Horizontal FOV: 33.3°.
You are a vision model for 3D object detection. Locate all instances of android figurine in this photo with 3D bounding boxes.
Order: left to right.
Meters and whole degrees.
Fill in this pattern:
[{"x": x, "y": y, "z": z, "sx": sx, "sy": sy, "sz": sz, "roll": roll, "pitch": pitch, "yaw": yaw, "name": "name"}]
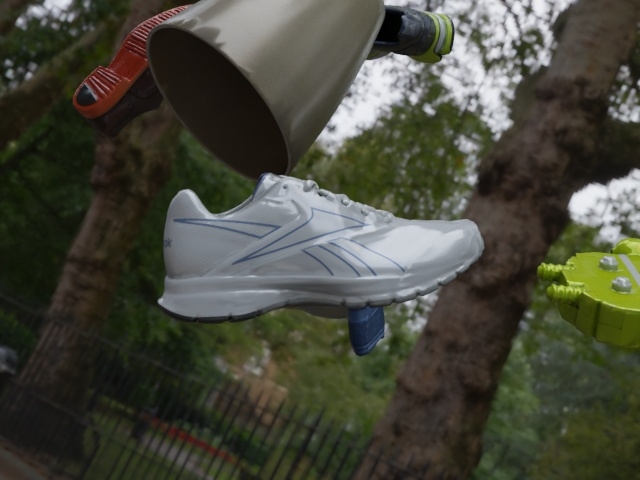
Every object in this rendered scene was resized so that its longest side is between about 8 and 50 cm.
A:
[{"x": 0.363, "y": 0.059, "z": 1.106, "sx": 0.272, "sy": 0.056, "sz": 0.248, "roll": 7, "pitch": 19, "yaw": 2, "name": "android figurine"}]

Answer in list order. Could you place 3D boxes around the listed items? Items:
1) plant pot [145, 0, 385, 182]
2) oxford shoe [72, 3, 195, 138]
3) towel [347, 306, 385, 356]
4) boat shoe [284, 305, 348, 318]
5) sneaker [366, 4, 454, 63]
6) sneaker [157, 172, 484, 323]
[{"x": -0.046, "y": -0.258, "z": 1.437, "sx": 0.256, "sy": 0.274, "sz": 0.256, "roll": 37, "pitch": -25, "yaw": 20, "name": "plant pot"}, {"x": -0.279, "y": -0.280, "z": 1.752, "sx": 0.097, "sy": 0.271, "sz": 0.098, "roll": 39, "pitch": -13, "yaw": 41, "name": "oxford shoe"}, {"x": 0.050, "y": 0.070, "z": 1.253, "sx": 0.029, "sy": 0.119, "sz": 0.067, "roll": 6, "pitch": 22, "yaw": 25, "name": "towel"}, {"x": -0.050, "y": 0.069, "z": 1.949, "sx": 0.302, "sy": 0.091, "sz": 0.114, "roll": 20, "pitch": -40, "yaw": -40, "name": "boat shoe"}, {"x": 0.101, "y": -0.389, "z": 1.947, "sx": 0.121, "sy": 0.111, "sz": 0.300, "roll": 9, "pitch": 1, "yaw": -42, "name": "sneaker"}, {"x": 0.000, "y": 0.000, "z": 0.954, "sx": 0.297, "sy": 0.129, "sz": 0.111, "roll": -5, "pitch": 1, "yaw": -7, "name": "sneaker"}]
